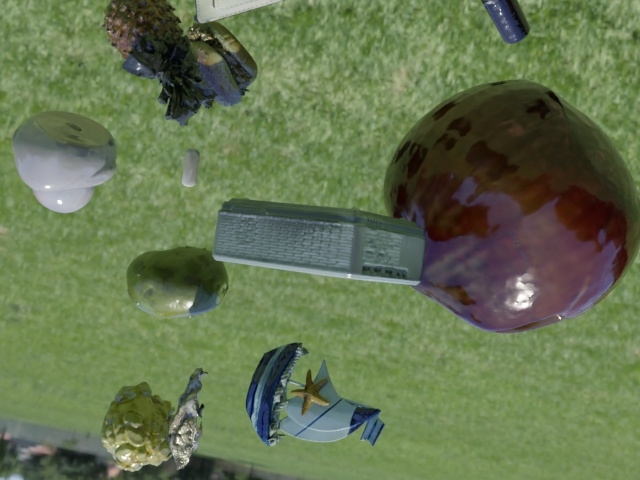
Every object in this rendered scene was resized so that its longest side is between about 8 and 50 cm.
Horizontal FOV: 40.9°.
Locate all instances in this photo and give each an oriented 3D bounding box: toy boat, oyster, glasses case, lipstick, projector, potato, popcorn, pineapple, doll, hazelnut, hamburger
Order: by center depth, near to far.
[{"bbox_3d":[0.000,0.000,1.234,0.257,0.099,0.192,6,177,37],"label":"projector"},{"bbox_3d":[0.321,-0.066,1.436,0.402,0.429,0.402,-28,159,-12],"label":"hazelnut"},{"bbox_3d":[-0.311,-0.348,1.632,0.170,0.310,0.141,0,139,-45],"label":"pineapple"},{"bbox_3d":[-0.005,0.335,1.740,0.291,0.220,0.067,17,171,18],"label":"toy boat"},{"bbox_3d":[-0.535,-0.148,1.774,0.221,0.221,0.251,11,-160,4],"label":"doll"},{"bbox_3d":[-0.279,0.363,1.801,0.072,0.133,0.209,7,124,-5],"label":"oyster"},{"bbox_3d":[-0.280,-0.157,1.854,0.032,0.083,0.021,8,179,-9],"label":"glasses case"},{"bbox_3d":[-0.324,0.094,1.954,0.253,0.148,0.186,12,-153,31],"label":"potato"},{"bbox_3d":[0.421,-0.611,2.090,0.081,0.081,0.299,-3,137,43],"label":"lipstick"},{"bbox_3d":[-0.258,-0.434,2.090,0.215,0.122,0.189,52,166,-26],"label":"hamburger"},{"bbox_3d":[-0.464,0.480,2.221,0.181,0.216,0.235,-15,171,12],"label":"popcorn"}]

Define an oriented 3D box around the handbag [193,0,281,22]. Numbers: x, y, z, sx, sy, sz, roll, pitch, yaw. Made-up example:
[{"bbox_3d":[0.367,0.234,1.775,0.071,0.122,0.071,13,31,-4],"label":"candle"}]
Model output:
[{"bbox_3d":[-0.054,-0.415,0.940,0.237,0.160,0.358,-15,166,-10],"label":"handbag"}]
